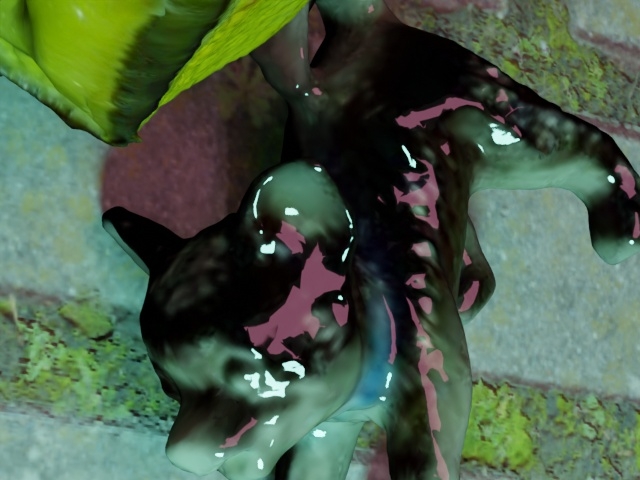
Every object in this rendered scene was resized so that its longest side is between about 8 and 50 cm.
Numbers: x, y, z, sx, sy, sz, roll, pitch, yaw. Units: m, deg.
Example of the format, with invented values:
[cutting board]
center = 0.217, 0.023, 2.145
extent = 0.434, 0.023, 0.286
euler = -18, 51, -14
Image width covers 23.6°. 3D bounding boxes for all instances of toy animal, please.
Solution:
[toy animal]
center = 0.000, 0.000, 0.920
extent = 0.303, 0.194, 0.344
euler = 49, 54, -20

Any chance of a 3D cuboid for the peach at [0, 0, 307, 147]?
[peach]
center = -0.116, -0.221, 0.757
extent = 0.380, 0.306, 0.242
euler = 37, 64, 24
